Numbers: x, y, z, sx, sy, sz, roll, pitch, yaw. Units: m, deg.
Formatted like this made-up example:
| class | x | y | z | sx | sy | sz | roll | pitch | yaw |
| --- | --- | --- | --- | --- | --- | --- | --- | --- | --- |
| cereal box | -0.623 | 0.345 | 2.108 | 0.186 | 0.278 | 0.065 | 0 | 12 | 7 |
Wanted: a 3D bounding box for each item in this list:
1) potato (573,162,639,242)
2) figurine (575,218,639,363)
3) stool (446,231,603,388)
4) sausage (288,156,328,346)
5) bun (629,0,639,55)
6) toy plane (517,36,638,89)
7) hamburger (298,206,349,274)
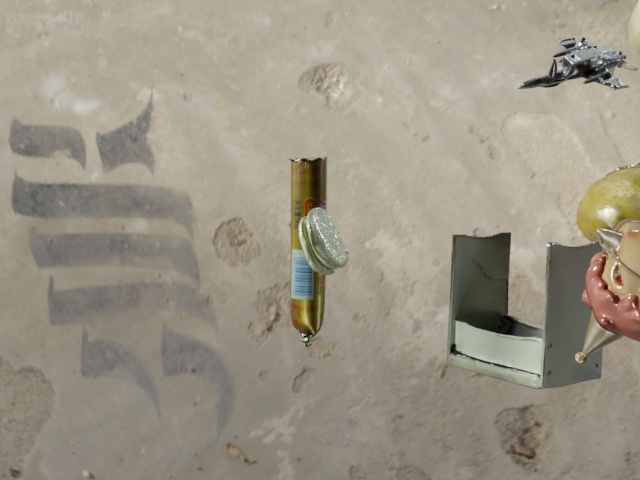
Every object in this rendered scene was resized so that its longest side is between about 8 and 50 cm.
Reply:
| class | x | y | z | sx | sy | sz | roll | pitch | yaw |
| --- | --- | --- | --- | --- | --- | --- | --- | --- | --- |
| potato | 0.665 | -0.047 | 1.635 | 0.229 | 0.229 | 0.266 | 49 | 37 | 11 |
| figurine | 0.430 | 0.027 | 0.979 | 0.166 | 0.387 | 0.207 | 24 | 48 | 0 |
| stool | 0.389 | 0.125 | 1.442 | 0.170 | 0.243 | 0.270 | -1 | 94 | -34 |
| sausage | -0.025 | 0.024 | 1.455 | 0.082 | 0.082 | 0.372 | -1 | 94 | -12 |
| bun | 0.925 | -0.589 | 1.874 | 0.361 | 0.361 | 0.213 | -26 | 72 | -20 |
| toy plane | 0.519 | -0.355 | 1.545 | 0.262 | 0.088 | 0.192 | -13 | 49 | -23 |
| hamburger | -0.003 | 0.001 | 1.313 | 0.084 | 0.054 | 0.121 | -5 | 77 | -58 |
